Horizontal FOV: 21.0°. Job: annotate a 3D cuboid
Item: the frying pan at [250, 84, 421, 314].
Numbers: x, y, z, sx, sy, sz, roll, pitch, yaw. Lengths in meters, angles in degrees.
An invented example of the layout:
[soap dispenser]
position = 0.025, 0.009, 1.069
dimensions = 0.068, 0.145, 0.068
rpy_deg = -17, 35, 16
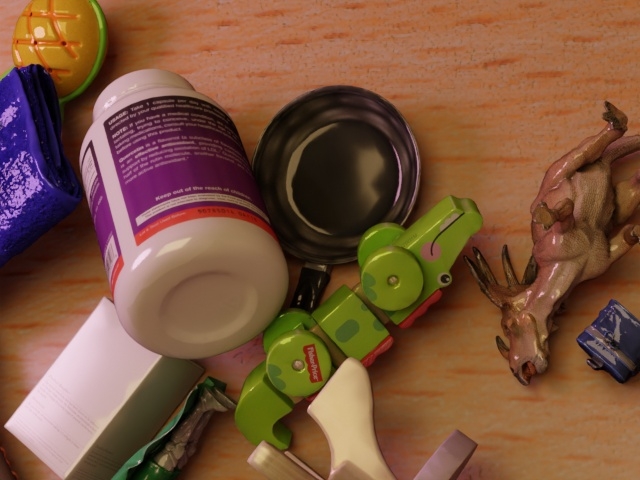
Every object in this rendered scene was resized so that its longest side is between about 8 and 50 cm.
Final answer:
[frying pan]
position = 0.027, -0.008, 1.867
dimensions = 0.197, 0.053, 0.326
rpy_deg = -12, 79, 19

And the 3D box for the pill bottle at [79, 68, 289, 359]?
[pill bottle]
position = -0.155, -0.039, 1.845
dimensions = 0.181, 0.181, 0.323
rpy_deg = -29, 45, 8

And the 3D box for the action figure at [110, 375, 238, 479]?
[action figure]
position = -0.177, 0.252, 1.824
dimensions = 0.063, 0.137, 0.232
rpy_deg = 40, 97, 14

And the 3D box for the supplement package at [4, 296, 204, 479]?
[supplement package]
position = -0.232, 0.170, 1.866
dimensions = 0.105, 0.105, 0.179
rpy_deg = 37, 87, 28

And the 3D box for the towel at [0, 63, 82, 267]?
[towel]
position = -0.411, -0.043, 1.962
dimensions = 0.308, 0.076, 0.227
rpy_deg = -40, 46, 21

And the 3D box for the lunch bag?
[lunch bag]
position = 0.292, 0.104, 1.702
dimensions = 0.067, 0.098, 0.065
rpy_deg = 41, 92, 14

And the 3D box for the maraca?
[maraca]
position = -0.317, -0.217, 2.044
dimensions = 0.127, 0.099, 0.185
rpy_deg = 41, 113, 23

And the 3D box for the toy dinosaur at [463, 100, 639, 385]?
[toy dinosaur]
position = 0.250, -0.018, 1.759
dimensions = 0.127, 0.200, 0.295
rpy_deg = 36, 59, -7

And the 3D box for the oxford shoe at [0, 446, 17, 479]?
[oxford shoe]
position = -0.391, 0.257, 1.908
dimensions = 0.133, 0.130, 0.363
rpy_deg = 8, 64, -11

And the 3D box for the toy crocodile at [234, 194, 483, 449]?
[toy crocodile]
position = 0.039, 0.081, 1.780
dimensions = 0.340, 0.115, 0.105
rpy_deg = -42, 103, 5

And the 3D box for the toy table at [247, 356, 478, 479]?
[toy table]
position = 0.010, 0.263, 1.684
dimensions = 0.161, 0.252, 0.274
rpy_deg = 37, 74, 11
